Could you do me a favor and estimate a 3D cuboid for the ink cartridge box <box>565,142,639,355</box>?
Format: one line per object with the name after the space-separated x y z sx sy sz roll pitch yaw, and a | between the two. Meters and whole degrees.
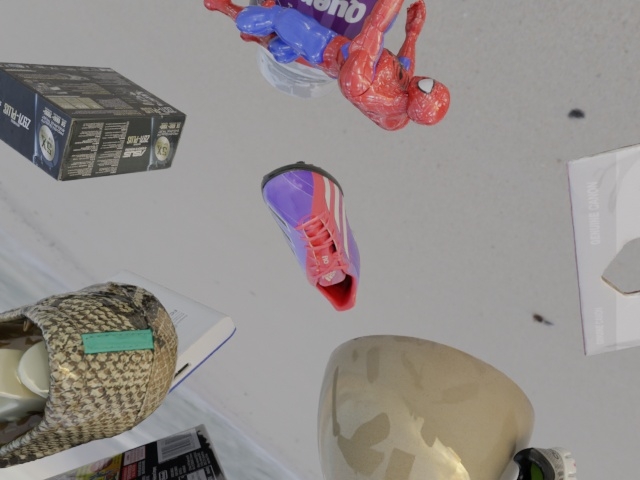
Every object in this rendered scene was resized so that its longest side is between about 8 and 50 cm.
0.312 -0.021 0.486 0.261 0.066 0.296 -11 145 16 | ink cartridge box

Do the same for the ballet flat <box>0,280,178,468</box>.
-0.350 0.143 0.580 0.482 0.164 0.182 -21 164 23 | ballet flat

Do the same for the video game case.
-0.222 0.271 0.693 0.275 0.248 0.035 170 84 -75 | video game case

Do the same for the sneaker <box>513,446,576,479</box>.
0.242 0.311 0.761 0.074 0.170 0.063 21 152 -20 | sneaker

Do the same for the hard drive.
-0.307 0.152 1.068 0.318 0.210 0.040 15 137 45 | hard drive

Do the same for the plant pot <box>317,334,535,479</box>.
0.111 0.280 0.861 0.284 0.191 0.284 16 143 12 | plant pot

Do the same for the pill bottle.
0.015 -0.327 0.835 0.181 0.181 0.323 32 145 1 | pill bottle

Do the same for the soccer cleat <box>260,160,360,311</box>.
0.000 0.000 1.018 0.108 0.116 0.318 -16 150 8 | soccer cleat

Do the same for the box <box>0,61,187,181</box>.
-0.278 -0.145 0.810 0.147 0.180 0.077 32 115 21 | box

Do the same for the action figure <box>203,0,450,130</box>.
0.024 -0.185 0.551 0.091 0.139 0.280 28 -167 -49 | action figure
